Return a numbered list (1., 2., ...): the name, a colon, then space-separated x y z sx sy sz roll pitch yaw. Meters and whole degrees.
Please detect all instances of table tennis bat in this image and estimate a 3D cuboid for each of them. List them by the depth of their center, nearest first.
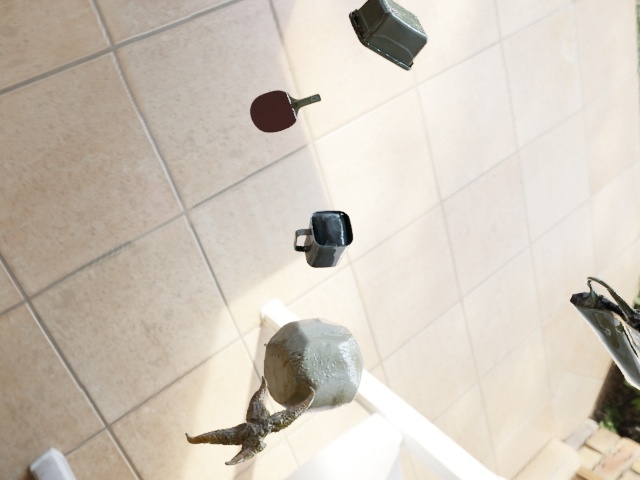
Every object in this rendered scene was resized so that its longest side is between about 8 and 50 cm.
1. table tennis bat: -0.072 -0.278 1.272 0.156 0.013 0.087 -21 89 -11

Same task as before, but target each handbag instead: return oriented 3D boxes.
1. handbag: 0.620 0.196 1.217 0.315 0.241 0.109 41 87 -18

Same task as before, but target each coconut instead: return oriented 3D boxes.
1. coconut: -0.006 0.317 1.558 0.247 0.245 0.245 -4 106 -31

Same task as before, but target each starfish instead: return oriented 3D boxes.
1. starfish: -0.129 0.359 1.211 0.247 0.138 0.050 -29 127 -39

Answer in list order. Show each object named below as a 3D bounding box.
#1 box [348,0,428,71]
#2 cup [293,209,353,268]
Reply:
1. box: 0.159 -0.473 1.358 0.172 0.124 0.093 16 134 -38
2. cup: 0.000 0.000 1.402 0.128 0.129 0.095 -3 62 -14
